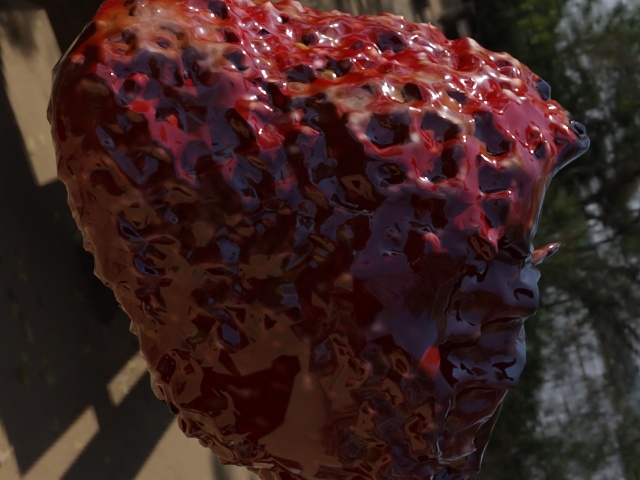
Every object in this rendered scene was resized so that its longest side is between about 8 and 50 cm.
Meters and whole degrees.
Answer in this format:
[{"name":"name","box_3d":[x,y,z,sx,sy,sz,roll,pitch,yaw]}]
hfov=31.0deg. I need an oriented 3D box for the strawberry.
[{"name":"strawberry","box_3d":[0.001,-0.004,0.590,0.261,0.257,0.261,11,90,-86]}]
